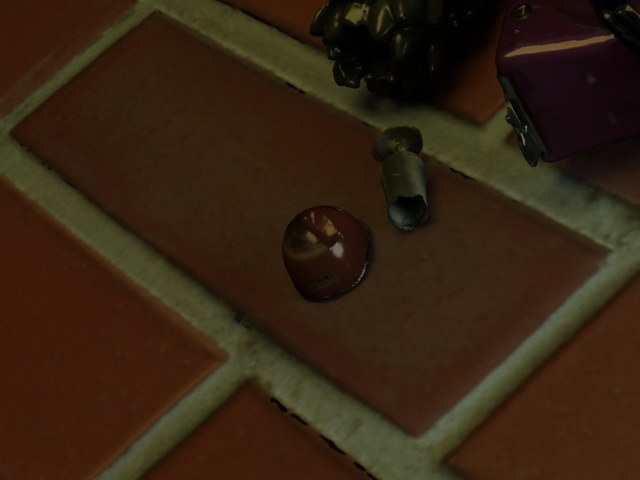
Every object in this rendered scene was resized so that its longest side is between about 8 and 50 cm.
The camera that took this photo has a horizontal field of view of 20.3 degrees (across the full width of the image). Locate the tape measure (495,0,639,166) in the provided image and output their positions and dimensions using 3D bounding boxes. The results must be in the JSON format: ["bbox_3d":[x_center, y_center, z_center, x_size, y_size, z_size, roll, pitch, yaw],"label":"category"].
[{"bbox_3d":[0.248,-0.172,1.222,0.231,0.149,0.245,-12,42,27],"label":"tape measure"}]

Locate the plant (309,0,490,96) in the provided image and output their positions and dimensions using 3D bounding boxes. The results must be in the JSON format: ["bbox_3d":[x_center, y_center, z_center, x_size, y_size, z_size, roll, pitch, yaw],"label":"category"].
[{"bbox_3d":[0.065,-0.210,1.417,0.129,0.132,0.194,2,44,41],"label":"plant"}]

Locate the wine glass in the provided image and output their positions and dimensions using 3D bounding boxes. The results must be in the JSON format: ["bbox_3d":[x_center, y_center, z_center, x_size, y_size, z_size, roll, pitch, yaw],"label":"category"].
[{"bbox_3d":[0.059,-0.044,1.314,0.042,0.039,0.083,-19,43,15],"label":"wine glass"}]

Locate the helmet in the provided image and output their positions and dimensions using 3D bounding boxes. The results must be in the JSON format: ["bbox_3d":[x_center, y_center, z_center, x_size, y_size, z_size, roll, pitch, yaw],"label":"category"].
[{"bbox_3d":[-0.001,-0.002,1.297,0.065,0.049,0.084,-22,38,17],"label":"helmet"}]
